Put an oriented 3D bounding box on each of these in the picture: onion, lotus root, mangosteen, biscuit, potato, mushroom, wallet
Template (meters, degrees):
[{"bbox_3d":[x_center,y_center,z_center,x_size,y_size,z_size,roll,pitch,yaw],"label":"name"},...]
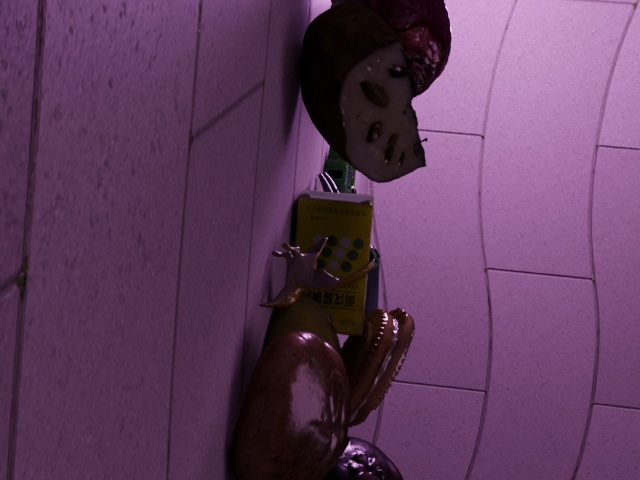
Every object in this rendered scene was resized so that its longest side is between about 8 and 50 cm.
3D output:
[{"bbox_3d":[0.151,-0.362,1.733,0.348,0.159,0.267,53,-6,48],"label":"onion"},{"bbox_3d":[0.042,-0.261,1.674,0.260,0.149,0.267,58,-11,43],"label":"lotus root"},{"bbox_3d":[0.026,0.512,1.971,0.233,0.288,0.287,56,17,-13],"label":"mangosteen"},{"bbox_3d":[0.081,0.232,1.885,0.259,0.079,0.259,-57,-171,14],"label":"biscuit"},{"bbox_3d":[-0.036,0.239,1.683,0.255,0.112,0.269,-51,145,-78],"label":"potato"},{"bbox_3d":[-0.036,0.254,1.473,0.278,0.146,0.278,-40,138,-49],"label":"mushroom"},{"bbox_3d":[0.059,0.034,2.117,0.251,0.054,0.290,88,-15,-48],"label":"wallet"}]

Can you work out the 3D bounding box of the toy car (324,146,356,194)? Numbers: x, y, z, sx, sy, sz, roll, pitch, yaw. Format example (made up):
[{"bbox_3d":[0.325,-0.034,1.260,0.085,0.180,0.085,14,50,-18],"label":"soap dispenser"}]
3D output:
[{"bbox_3d":[0.040,-0.133,2.246,0.062,0.071,0.165,14,82,-71],"label":"toy car"}]

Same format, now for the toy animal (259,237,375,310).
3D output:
[{"bbox_3d":[-0.045,0.054,1.582,0.219,0.155,0.095,-27,-103,48],"label":"toy animal"}]

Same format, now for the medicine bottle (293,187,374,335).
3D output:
[{"bbox_3d":[0.019,0.037,1.847,0.141,0.137,0.250,-75,170,-80],"label":"medicine bottle"}]

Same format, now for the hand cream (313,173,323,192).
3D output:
[{"bbox_3d":[0.000,0.000,2.073,0.095,0.059,0.276,-83,171,-49],"label":"hand cream"}]
